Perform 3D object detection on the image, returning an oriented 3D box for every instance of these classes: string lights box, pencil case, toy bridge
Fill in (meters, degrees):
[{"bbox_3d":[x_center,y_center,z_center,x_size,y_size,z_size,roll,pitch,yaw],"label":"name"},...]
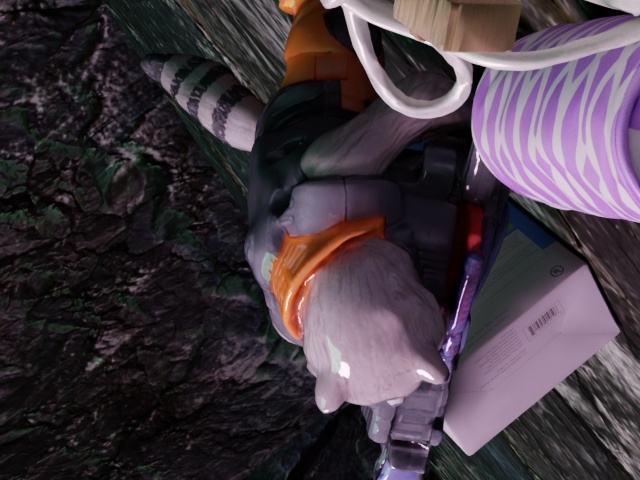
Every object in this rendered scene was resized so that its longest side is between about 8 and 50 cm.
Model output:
[{"bbox_3d":[0.072,0.017,1.249,0.259,0.133,0.077,45,172,50],"label":"string lights box"},{"bbox_3d":[0.128,-0.047,0.731,0.088,0.086,0.206,25,-178,-14],"label":"pencil case"},{"bbox_3d":[0.044,-0.143,0.488,0.063,0.026,0.188,45,131,51],"label":"toy bridge"}]

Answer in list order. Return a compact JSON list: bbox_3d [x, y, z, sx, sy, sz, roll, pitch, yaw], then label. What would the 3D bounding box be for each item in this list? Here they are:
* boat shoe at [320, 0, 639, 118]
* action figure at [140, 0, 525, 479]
[{"bbox_3d":[0.029,-0.126,0.616,0.367,0.156,0.136,46,172,49],"label":"boat shoe"},{"bbox_3d":[0.000,0.000,1.047,0.330,0.179,0.341,-110,24,-56],"label":"action figure"}]
